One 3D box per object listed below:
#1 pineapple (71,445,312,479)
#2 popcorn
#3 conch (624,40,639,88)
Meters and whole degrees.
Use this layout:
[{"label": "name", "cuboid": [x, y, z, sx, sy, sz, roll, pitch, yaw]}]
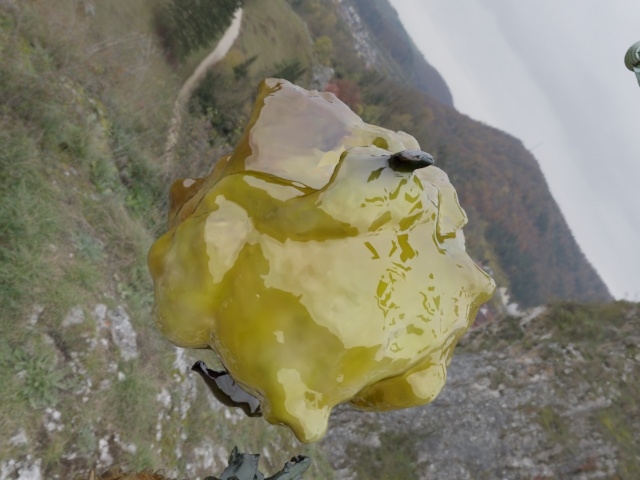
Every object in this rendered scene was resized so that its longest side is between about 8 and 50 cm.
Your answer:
[{"label": "pineapple", "cuboid": [-0.086, 0.209, 0.364, 0.130, 0.119, 0.277, 60, 5, 27]}, {"label": "popcorn", "cuboid": [0.000, 0.000, 0.441, 0.297, 0.281, 0.316, -10, 69, -36]}, {"label": "conch", "cuboid": [0.498, -0.264, 0.765, 0.085, 0.056, 0.076, 0, 79, -44]}]
